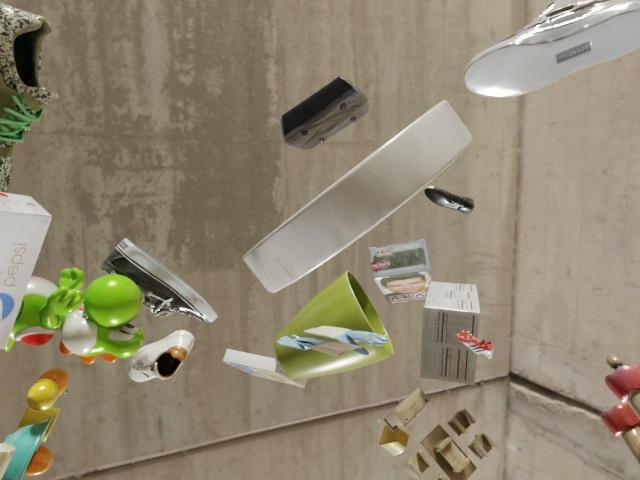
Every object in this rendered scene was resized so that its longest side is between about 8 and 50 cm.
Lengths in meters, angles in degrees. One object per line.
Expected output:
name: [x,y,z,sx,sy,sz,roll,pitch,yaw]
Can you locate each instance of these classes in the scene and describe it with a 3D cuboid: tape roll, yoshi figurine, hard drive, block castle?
tape roll: [0.050,-0.064,0.676,0.072,0.392,0.392,53,-25,-4]
yoshi figurine: [-0.522,0.112,0.879,0.203,0.361,0.204,-53,-161,43]
hard drive: [0.011,-0.247,0.864,0.054,0.171,0.254,59,13,-2]
block castle: [0.892,0.333,0.981,0.213,0.452,0.303,-103,167,-47]

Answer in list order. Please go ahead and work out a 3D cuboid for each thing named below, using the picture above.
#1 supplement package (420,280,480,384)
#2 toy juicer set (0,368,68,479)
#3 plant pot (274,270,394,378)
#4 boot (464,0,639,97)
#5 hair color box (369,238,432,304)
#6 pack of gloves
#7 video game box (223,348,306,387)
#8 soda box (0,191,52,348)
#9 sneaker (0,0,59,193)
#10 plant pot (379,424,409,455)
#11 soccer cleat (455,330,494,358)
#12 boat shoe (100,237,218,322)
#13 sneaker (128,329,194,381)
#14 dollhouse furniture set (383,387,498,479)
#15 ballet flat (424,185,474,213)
supplement package: [0.370,0.252,1.248,0.262,0.145,0.204,-29,121,-70]
toy juicer set: [-0.528,0.372,0.797,0.209,0.089,0.329,-61,-160,11]
plant pot: [0.021,0.280,1.281,0.275,0.293,0.275,58,8,-13]
boot: [0.358,-0.317,0.688,0.095,0.258,0.124,56,33,-42]
hair color box: [0.301,0.124,1.547,0.374,0.185,0.114,51,32,-62]
pack of gloves: [0.026,0.246,1.012,0.231,0.194,0.046,-3,-90,46]
video game box: [-0.172,0.403,1.371,0.205,0.187,0.048,1,-116,33]
soda box: [-0.447,0.045,0.589,0.069,0.073,0.216,31,-79,27]
sneaker: [-0.616,-0.267,0.850,0.158,0.181,0.411,-64,164,-77]
plant pot: [0.285,0.749,1.639,0.083,0.081,0.082,-40,-167,48]
soccer cleat: [0.301,0.204,0.852,0.083,0.029,0.036,14,-57,52]
boat shoe: [-0.388,0.128,1.065,0.105,0.306,0.113,-51,-144,-12]
sneaker: [-0.525,0.393,1.374,0.290,0.106,0.123,-36,-154,24]
dollhouse furniture set: [0.305,0.545,1.192,0.242,0.212,0.161,47,-20,21]
ballet flat: [0.409,-0.135,1.389,0.057,0.173,0.049,122,-13,-56]
